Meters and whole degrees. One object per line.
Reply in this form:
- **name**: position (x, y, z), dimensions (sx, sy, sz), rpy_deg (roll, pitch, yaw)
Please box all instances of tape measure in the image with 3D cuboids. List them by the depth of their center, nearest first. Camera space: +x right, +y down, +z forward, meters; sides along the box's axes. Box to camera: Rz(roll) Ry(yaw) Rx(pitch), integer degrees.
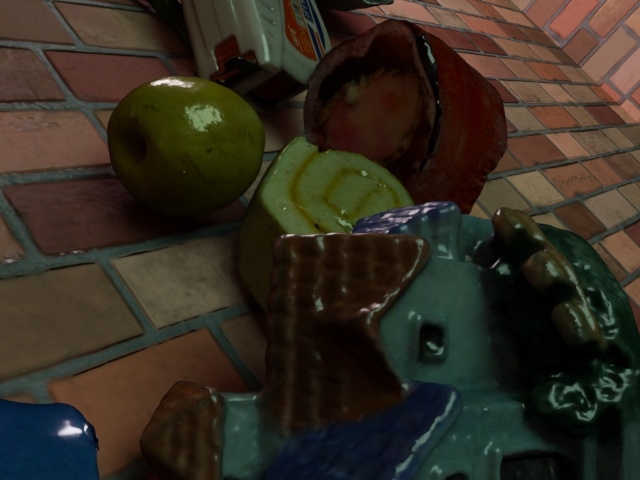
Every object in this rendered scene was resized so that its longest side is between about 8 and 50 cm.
- **tape measure**: position (-0.093, -0.301, 1.013), dimensions (0.265, 0.130, 0.258), rpy_deg (12, 56, -60)

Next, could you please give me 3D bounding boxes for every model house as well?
- **model house**: position (0.046, 0.107, 0.550), dimensions (0.329, 0.252, 0.294), rpy_deg (10, 82, -34)

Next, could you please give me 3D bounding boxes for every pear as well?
- **pear**: position (-0.134, -0.096, 0.749), dimensions (0.162, 0.149, 0.149), rpy_deg (-5, 53, -54)

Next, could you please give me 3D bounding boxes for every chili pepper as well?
- **chili pepper**: position (0.146, -0.144, 1.013), dimensions (0.305, 0.229, 0.251), rpy_deg (8, 75, -47)

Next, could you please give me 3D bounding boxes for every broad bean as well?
- **broad bean**: position (-0.218, -0.326, 1.041), dimensions (0.227, 0.039, 0.069), rpy_deg (50, 33, 11)

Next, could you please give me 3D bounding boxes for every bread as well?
- **bread**: position (0.000, 0.000, 0.798), dimensions (0.186, 0.124, 0.257), rpy_deg (32, 33, -1)

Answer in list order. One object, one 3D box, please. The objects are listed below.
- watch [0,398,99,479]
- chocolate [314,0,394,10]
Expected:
- **watch**: position (-0.179, 0.156, 0.348), dimensions (0.171, 0.200, 0.196), rpy_deg (6, 49, -37)
- **chocolate**: position (0.028, -0.576, 1.437), dimensions (0.303, 0.213, 0.303), rpy_deg (2, 87, -33)
